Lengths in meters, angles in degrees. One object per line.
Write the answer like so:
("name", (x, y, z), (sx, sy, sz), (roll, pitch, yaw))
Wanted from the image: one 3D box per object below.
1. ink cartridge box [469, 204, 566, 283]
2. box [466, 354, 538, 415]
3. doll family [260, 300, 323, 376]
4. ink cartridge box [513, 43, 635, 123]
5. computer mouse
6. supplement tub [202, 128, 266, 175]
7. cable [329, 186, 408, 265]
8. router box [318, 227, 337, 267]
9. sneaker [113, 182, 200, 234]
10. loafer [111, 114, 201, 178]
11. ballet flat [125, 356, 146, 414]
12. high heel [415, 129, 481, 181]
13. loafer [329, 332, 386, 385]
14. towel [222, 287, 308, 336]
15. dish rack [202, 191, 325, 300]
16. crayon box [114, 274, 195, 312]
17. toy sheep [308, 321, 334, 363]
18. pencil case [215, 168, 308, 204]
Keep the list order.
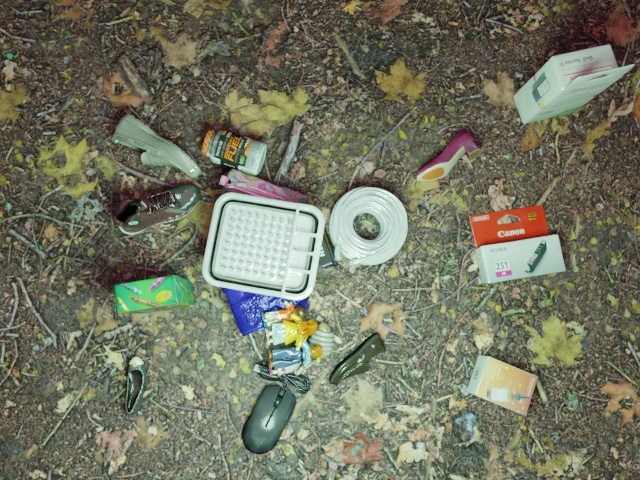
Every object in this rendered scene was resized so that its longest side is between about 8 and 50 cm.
("ink cartridge box", (0.659, 0.008, 1.759), (0.275, 0.060, 0.239), (-8, 83, -5))
("box", (0.575, 0.456, 1.663), (0.170, 0.091, 0.130), (22, 80, 0))
("doll family", (-0.076, 0.312, 1.554), (0.163, 0.118, 0.263), (-10, 110, -13))
("ink cartridge box", (0.809, -0.516, 1.704), (0.207, 0.353, 0.119), (-14, 82, -6))
("computer mouse", (-0.157, 0.525, 1.610), (0.188, 0.072, 0.272), (22, 80, -1))
("supplement tub", (-0.280, -0.292, 1.710), (0.190, 0.117, 0.117), (17, 80, -1))
("cable", (0.156, -0.046, 1.717), (0.257, 0.089, 0.257), (-5, 81, -6))
("router box", (0.000, 0.000, 1.673), (0.046, 0.133, 0.179), (-20, 83, 8))
("sneaker", (-0.514, -0.106, 1.640), (0.281, 0.162, 0.106), (-29, 84, -8))
("loafer", (-0.531, -0.285, 1.701), (0.319, 0.112, 0.111), (33, 85, 9))
("ballet flat", (-0.566, 0.444, 1.605), (0.057, 0.049, 0.173), (0, 81, -5))
("high heel", (0.419, -0.293, 1.794), (0.244, 0.082, 0.117), (-29, 55, 4))
("loafer", (0.122, 0.386, 1.647), (0.220, 0.080, 0.078), (-40, 85, -9))
("towel", (-0.194, 0.116, 1.620), (0.227, 0.076, 0.308), (-23, 84, -11))
("dish rack", (-0.167, 0.018, 1.566), (0.332, 0.072, 0.286), (10, 83, 0))
("crayon box", (-0.478, 0.163, 1.540), (0.165, 0.278, 0.081), (-9, 82, -6))
("toy sheep", (0.002, 0.322, 1.650), (0.091, 0.091, 0.132), (8, 95, -3))
("pencil case", (-0.185, -0.137, 1.691), (0.284, 0.124, 0.124), (21, 80, -1))
